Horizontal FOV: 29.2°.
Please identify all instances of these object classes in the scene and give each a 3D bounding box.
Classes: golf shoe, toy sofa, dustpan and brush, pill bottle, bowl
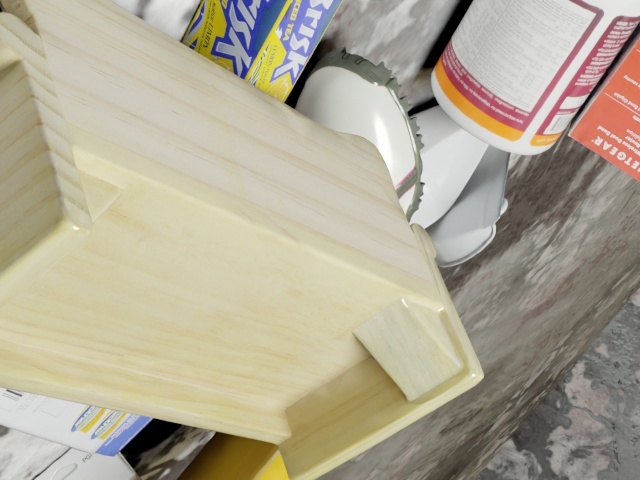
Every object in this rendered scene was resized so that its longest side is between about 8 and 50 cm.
[{"bbox_3d":[0.000,0.000,0.887,0.120,0.105,0.273,-36,141,-53],"label":"golf shoe"},{"bbox_3d":[-0.080,0.007,0.663,0.150,0.177,0.362,-36,148,22],"label":"toy sofa"},{"bbox_3d":[0.123,-0.017,1.236,0.211,0.060,0.147,-26,-146,39],"label":"dustpan and brush"},{"bbox_3d":[0.187,-0.185,0.969,0.121,0.121,0.221,-22,150,-49],"label":"pill bottle"},{"bbox_3d":[0.087,-0.065,1.107,0.142,0.053,0.142,-26,153,-42],"label":"bowl"}]

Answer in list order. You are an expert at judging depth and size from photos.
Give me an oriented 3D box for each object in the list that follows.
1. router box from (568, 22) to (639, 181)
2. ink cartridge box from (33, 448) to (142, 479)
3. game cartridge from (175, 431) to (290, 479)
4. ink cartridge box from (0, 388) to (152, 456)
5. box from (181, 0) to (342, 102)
[{"bbox_3d":[0.347,-0.241,1.070,0.301,0.082,0.335,-57,180,30],"label":"router box"},{"bbox_3d":[-0.207,0.237,1.102,0.099,0.056,0.135,-40,160,-13],"label":"ink cartridge box"},{"bbox_3d":[-0.047,0.187,1.111,0.324,0.052,0.285,-50,-173,-20],"label":"game cartridge"},{"bbox_3d":[-0.148,0.051,0.845,0.186,0.065,0.311,-46,158,-5],"label":"ink cartridge box"},{"bbox_3d":[-0.040,-0.121,0.734,0.059,0.054,0.169,-18,146,-53],"label":"box"}]
